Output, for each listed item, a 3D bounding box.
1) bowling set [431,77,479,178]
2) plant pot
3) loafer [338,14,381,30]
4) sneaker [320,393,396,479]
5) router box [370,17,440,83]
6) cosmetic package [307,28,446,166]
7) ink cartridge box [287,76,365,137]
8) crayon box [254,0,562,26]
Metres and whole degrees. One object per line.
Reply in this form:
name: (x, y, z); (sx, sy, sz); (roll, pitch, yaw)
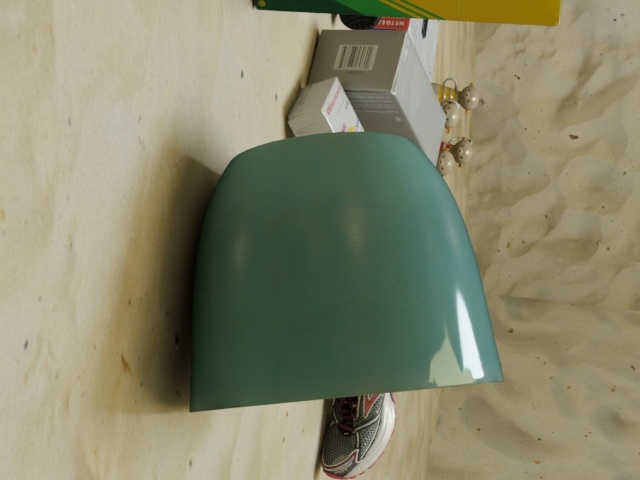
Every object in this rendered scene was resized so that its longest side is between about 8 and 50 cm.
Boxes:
bowling set: (0.217, -0.188, 2.076); (0.200, 0.154, 0.287); (5, 91, -78)
plant pot: (0.014, 0.031, 1.004); (0.293, 0.292, 0.235); (30, 54, -77)
loafer: (0.052, -0.397, 1.434); (0.078, 0.080, 0.220); (-83, 177, -56)
sneaker: (0.061, 0.235, 1.712); (0.112, 0.120, 0.299); (26, 80, -43)
router box: (0.148, -0.416, 1.813); (0.335, 0.082, 0.301); (57, 40, -71)
cosmetic package: (0.082, -0.186, 1.455); (0.238, 0.127, 0.107); (52, 47, -58)
ink cartridge box: (0.015, -0.128, 1.326); (0.122, 0.052, 0.089); (59, 29, -27)
crayon box: (0.079, -0.382, 0.979); (0.363, 0.312, 0.106); (83, 18, -46)
